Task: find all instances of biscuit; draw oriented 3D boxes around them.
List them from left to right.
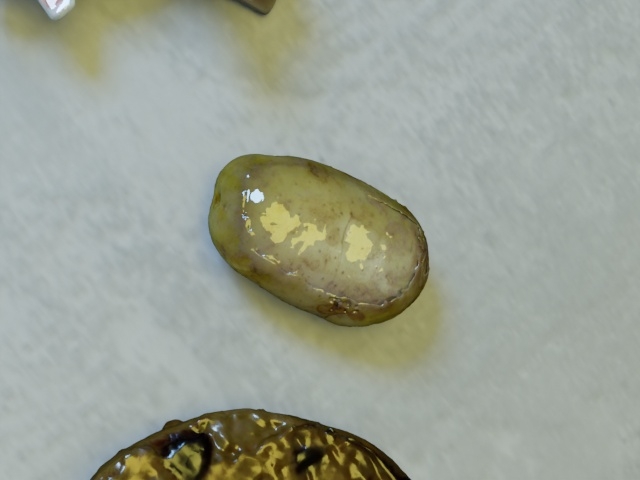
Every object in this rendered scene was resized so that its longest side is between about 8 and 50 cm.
[{"bbox_3d":[-0.046,0.253,0.760,0.296,0.075,0.295,4,77,-19],"label":"biscuit"}]

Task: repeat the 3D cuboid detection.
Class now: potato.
[{"bbox_3d":[0.000,0.000,0.804,0.171,0.080,0.107,21,70,-17],"label":"potato"}]

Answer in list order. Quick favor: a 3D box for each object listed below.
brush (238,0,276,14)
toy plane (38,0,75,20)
[{"bbox_3d":[-0.003,-0.328,0.865,0.060,0.050,0.321,24,76,-10],"label":"brush"},{"bbox_3d":[-0.141,-0.261,0.762,0.252,0.118,0.252,1,77,-2],"label":"toy plane"}]
